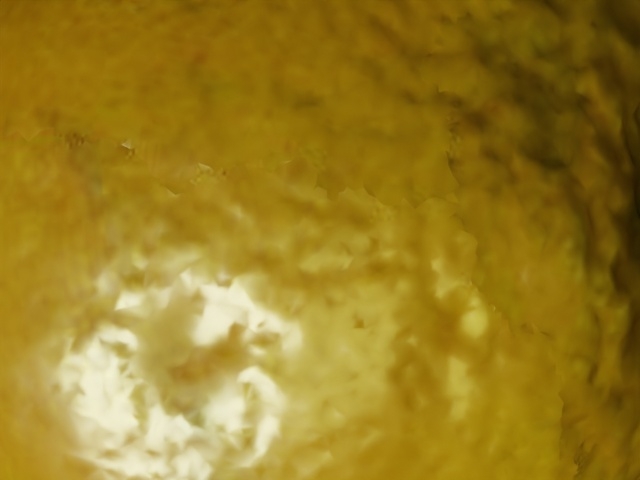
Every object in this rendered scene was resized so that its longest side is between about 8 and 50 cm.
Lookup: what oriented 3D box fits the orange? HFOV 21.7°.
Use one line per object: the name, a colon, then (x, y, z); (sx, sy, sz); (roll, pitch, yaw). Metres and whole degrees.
orange: (0.000, 0.000, 0.569); (0.312, 0.312, 0.312); (1, 119, 2)
